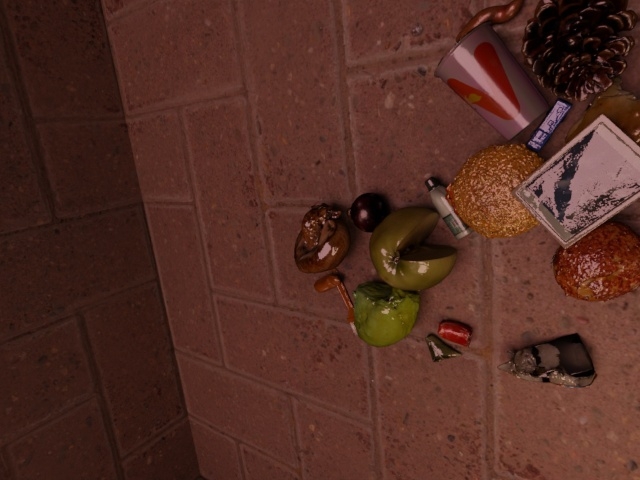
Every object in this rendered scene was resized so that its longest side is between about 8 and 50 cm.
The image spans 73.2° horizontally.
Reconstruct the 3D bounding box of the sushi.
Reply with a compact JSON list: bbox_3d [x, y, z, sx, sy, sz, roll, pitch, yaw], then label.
[{"bbox_3d":[0.715,0.407,1.365,0.273,0.134,0.109,-26,120,31],"label":"sushi"}]

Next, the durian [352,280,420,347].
[{"bbox_3d":[0.242,0.275,1.641,0.256,0.205,0.339,32,133,42],"label":"durian"}]

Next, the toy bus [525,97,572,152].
[{"bbox_3d":[0.633,-0.318,1.202,0.051,0.061,0.153,36,120,16],"label":"toy bus"}]

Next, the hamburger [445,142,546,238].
[{"bbox_3d":[0.531,-0.141,1.266,0.276,0.179,0.294,54,130,11],"label":"hamburger"}]

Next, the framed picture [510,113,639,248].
[{"bbox_3d":[0.643,-0.136,1.057,0.209,0.019,0.281,50,131,15],"label":"framed picture"}]

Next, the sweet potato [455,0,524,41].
[{"bbox_3d":[0.474,-0.627,1.223,0.202,0.058,0.055,-14,75,41],"label":"sweet potato"}]

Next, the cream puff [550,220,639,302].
[{"bbox_3d":[0.748,0.068,1.148,0.240,0.240,0.163,-51,30,37],"label":"cream puff"}]

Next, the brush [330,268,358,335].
[{"bbox_3d":[0.115,0.259,1.836,0.090,0.017,0.314,-25,88,40],"label":"brush"}]

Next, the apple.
[{"bbox_3d":[0.307,0.031,1.453,0.292,0.254,0.291,14,112,37],"label":"apple"}]

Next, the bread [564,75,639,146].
[{"bbox_3d":[0.814,-0.253,1.004,0.370,0.192,0.314,44,128,19],"label":"bread"}]

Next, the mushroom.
[{"bbox_3d":[0.012,-0.005,1.703,0.263,0.195,0.282,-126,43,-60],"label":"mushroom"}]

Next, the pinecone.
[{"bbox_3d":[0.610,-0.464,1.031,0.247,0.292,0.246,9,145,6],"label":"pinecone"}]

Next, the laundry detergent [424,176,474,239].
[{"bbox_3d":[0.419,-0.111,1.423,0.070,0.099,0.225,-34,83,4],"label":"laundry detergent"}]

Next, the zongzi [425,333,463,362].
[{"bbox_3d":[0.456,0.390,1.601,0.113,0.052,0.103,-22,86,27],"label":"zongzi"}]

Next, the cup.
[{"bbox_3d":[0.484,-0.427,1.199,0.288,0.203,0.203,52,129,7],"label":"cup"}]

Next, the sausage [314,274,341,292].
[{"bbox_3d":[0.029,0.180,1.840,0.062,0.054,0.183,40,142,-13],"label":"sausage"}]

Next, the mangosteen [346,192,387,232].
[{"bbox_3d":[0.169,-0.099,1.579,0.153,0.153,0.152,14,113,34],"label":"mangosteen"}]

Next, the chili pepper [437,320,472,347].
[{"bbox_3d":[0.479,0.328,1.545,0.123,0.073,0.070,15,72,31],"label":"chili pepper"}]
